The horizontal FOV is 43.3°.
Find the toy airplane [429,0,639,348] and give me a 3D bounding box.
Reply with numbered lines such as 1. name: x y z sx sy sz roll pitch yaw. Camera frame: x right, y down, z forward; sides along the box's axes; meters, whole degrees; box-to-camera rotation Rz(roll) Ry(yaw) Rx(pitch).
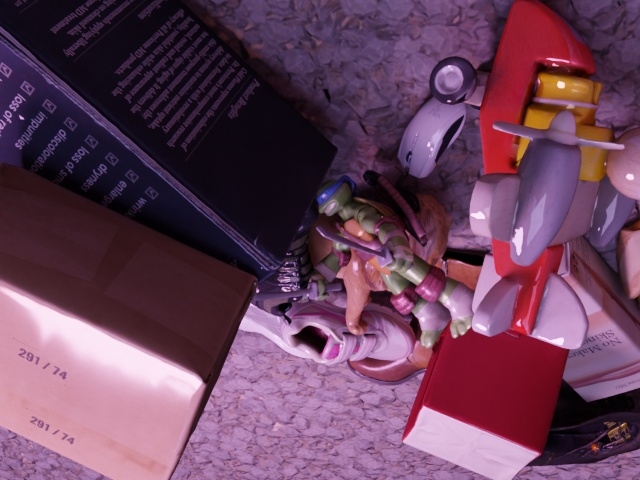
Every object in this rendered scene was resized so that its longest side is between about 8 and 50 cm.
1. toy airplane: 0.298 -0.056 0.981 0.272 0.386 0.384 -6 134 32

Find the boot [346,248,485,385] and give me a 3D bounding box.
1. boot: 0.161 0.137 1.417 0.264 0.096 0.280 4 132 19

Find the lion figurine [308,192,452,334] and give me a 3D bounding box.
1. lion figurine: 0.000 0.000 1.286 0.392 0.142 0.240 14 127 6

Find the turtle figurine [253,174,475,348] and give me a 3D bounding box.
1. turtle figurine: 0.068 0.060 1.090 0.266 0.275 0.198 39 119 -7

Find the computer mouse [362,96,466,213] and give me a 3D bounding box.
1. computer mouse: 0.136 -0.130 1.147 0.042 0.106 0.193 -3 132 -45

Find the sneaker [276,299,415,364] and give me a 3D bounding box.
1. sneaker: 0.039 0.167 1.369 0.252 0.111 0.103 12 124 -4

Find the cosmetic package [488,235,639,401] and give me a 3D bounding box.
1. cosmetic package: 0.417 0.120 1.311 0.153 0.129 0.296 -30 122 35

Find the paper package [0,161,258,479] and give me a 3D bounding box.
1. paper package: -0.280 0.118 0.972 0.324 0.168 0.309 25 133 -2

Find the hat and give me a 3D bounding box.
1. hat: 0.476 0.318 1.488 0.331 0.134 0.331 -4 151 -2

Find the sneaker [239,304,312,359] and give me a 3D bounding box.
1. sneaker: -0.061 0.131 1.459 0.271 0.100 0.108 22 130 -8

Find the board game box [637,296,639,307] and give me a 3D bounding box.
1. board game box: 0.638 0.104 1.303 0.193 0.045 0.147 -26 124 33

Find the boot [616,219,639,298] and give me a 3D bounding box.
1. boot: 0.561 -0.012 1.174 0.211 0.104 0.295 -9 147 1

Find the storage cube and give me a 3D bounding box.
1. storage cube: 0.259 0.242 1.271 0.215 0.193 0.184 22 150 7

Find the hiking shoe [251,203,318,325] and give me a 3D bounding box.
1. hiking shoe: -0.038 0.034 1.220 0.114 0.086 0.227 32 132 -1

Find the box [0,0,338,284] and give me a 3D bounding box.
1. box: -0.323 -0.087 1.122 0.472 0.297 0.480 43 129 -14
